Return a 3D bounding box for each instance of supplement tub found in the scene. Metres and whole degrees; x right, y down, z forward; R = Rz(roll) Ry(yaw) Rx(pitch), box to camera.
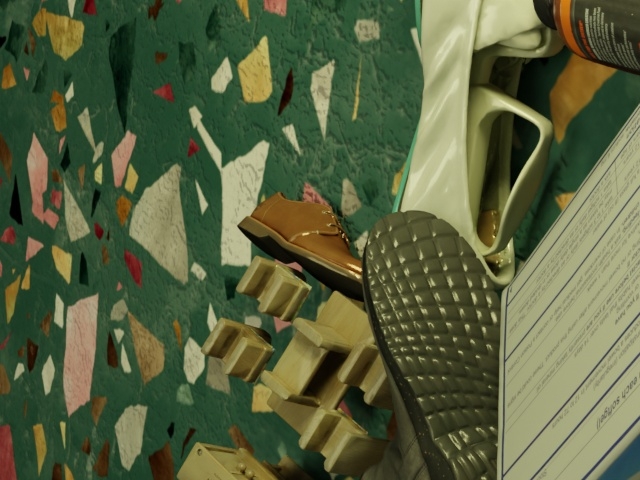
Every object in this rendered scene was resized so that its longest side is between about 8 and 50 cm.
[{"bbox_3d":[0.251,-0.179,1.072,0.198,0.106,0.106,28,112,52],"label":"supplement tub"}]

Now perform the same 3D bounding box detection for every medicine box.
[{"bbox_3d":[0.242,0.068,0.929,0.289,0.149,0.263,-81,17,-49],"label":"medicine box"}]

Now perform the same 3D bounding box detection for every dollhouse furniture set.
[{"bbox_3d":[-0.008,0.176,1.427,0.212,0.161,0.242,37,100,38],"label":"dollhouse furniture set"}]

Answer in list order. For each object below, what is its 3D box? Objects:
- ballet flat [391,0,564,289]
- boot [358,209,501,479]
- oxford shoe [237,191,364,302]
[{"bbox_3d":[0.151,-0.140,1.221,0.139,0.139,0.400,27,115,53],"label":"ballet flat"},{"bbox_3d":[0.078,0.163,1.191,0.223,0.118,0.338,122,140,-54],"label":"boot"},{"bbox_3d":[0.000,0.000,1.470,0.212,0.076,0.076,31,76,41],"label":"oxford shoe"}]
